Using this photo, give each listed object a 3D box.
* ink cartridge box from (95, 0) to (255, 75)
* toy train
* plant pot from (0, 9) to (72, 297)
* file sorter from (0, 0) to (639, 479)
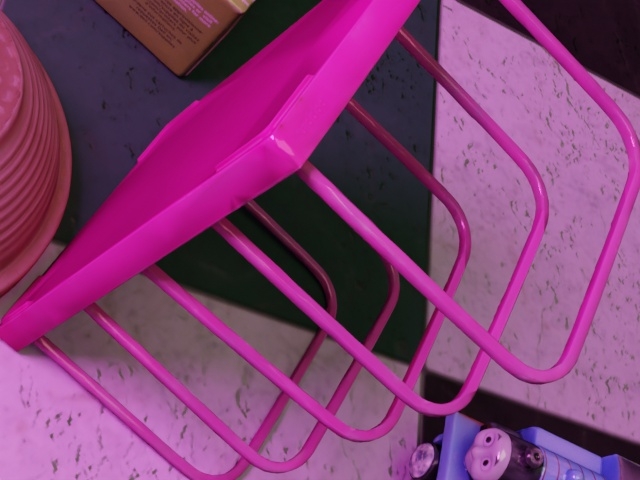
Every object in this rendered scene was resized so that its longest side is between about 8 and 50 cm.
[{"bbox_3d":[-0.086,-0.272,0.834,0.189,0.097,0.255,42,52,-12],"label":"ink cartridge box"},{"bbox_3d":[0.150,0.174,0.787,0.184,0.105,0.080,28,55,-23],"label":"toy train"},{"bbox_3d":[-0.236,-0.072,0.624,0.237,0.110,0.237,15,62,-29],"label":"plant pot"},{"bbox_3d":[0.000,0.000,0.644,0.182,0.291,0.202,44,50,-14],"label":"file sorter"}]
